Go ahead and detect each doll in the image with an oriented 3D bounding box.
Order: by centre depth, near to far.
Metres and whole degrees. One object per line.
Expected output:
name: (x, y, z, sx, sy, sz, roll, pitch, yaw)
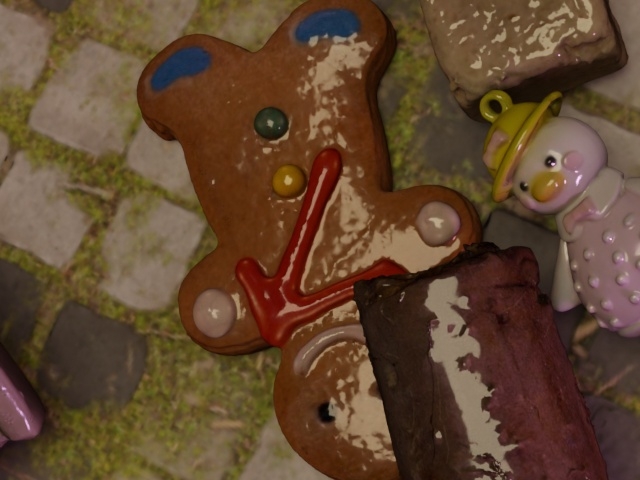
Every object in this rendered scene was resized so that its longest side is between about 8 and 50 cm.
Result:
doll: (0.168, -0.011, 1.051, 0.207, 0.081, 0.129, 48, 125, 6)

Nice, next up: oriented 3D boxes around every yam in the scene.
yam: (0.107, 0.142, 1.018, 0.131, 0.131, 0.279, -17, 83, 14)

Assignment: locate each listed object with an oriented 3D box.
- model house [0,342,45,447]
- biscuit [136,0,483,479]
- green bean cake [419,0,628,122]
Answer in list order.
model house: (-0.296, 0.088, 1.176, 0.188, 0.122, 0.229, -40, 74, 10)
biscuit: (-0.001, 0.000, 1.139, 0.205, 0.049, 0.324, -16, 77, 14)
green bean cake: (0.113, -0.175, 1.111, 0.109, 0.085, 0.179, -19, 74, 14)
